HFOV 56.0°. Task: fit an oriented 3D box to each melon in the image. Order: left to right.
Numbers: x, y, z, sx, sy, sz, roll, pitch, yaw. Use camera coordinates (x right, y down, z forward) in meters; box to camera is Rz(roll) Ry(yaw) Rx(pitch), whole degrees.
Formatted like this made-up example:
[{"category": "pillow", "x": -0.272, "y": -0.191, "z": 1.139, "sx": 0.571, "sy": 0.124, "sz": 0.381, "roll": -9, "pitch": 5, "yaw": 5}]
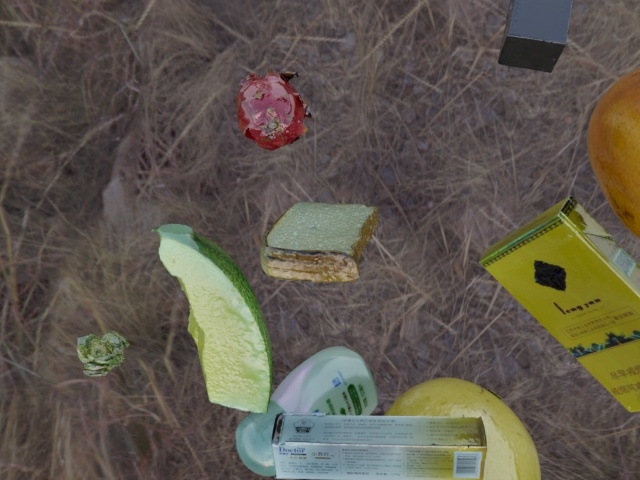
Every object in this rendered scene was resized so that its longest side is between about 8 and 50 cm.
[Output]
[{"category": "melon", "x": -0.154, "y": 0.103, "z": 0.924, "sx": 0.124, "sy": 0.324, "sz": 0.196, "roll": -21, "pitch": 37, "yaw": -18}]

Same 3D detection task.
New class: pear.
[{"category": "pear", "x": 0.266, "y": 0.454, "z": 1.208, "sx": 0.347, "sy": 0.348, "sz": 0.349, "roll": -3, "pitch": 72, "yaw": 9}]

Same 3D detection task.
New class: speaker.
[{"category": "speaker", "x": 0.183, "y": -0.230, "z": 0.484, "sx": 0.046, "sy": 0.040, "sz": 0.191, "roll": 12, "pitch": 73, "yaw": 9}]

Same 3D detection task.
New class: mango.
[{"category": "mango", "x": 0.334, "y": -0.066, "z": 0.555, "sx": 0.125, "sy": 0.154, "sz": 0.252, "roll": -3, "pitch": 43, "yaw": 4}]

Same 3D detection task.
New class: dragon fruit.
[{"category": "dragon fruit", "x": -0.088, "y": -0.226, "z": 1.055, "sx": 0.136, "sy": 0.133, "sz": 0.166, "roll": -25, "pitch": 54, "yaw": -17}]

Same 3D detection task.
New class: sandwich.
[{"category": "sandwich", "x": 0.000, "y": 0.001, "z": 1.314, "sx": 0.226, "sy": 0.251, "sz": 0.087, "roll": 5, "pitch": 118, "yaw": 15}]

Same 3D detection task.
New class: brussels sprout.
[{"category": "brussels sprout", "x": -0.348, "y": 0.187, "z": 0.960, "sx": 0.085, "sy": 0.085, "sz": 0.058, "roll": -2, "pitch": 109, "yaw": 10}]

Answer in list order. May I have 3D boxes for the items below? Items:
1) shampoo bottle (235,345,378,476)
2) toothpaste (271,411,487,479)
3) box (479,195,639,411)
[{"category": "shampoo bottle", "x": -0.038, "y": 0.404, "z": 1.403, "sx": 0.349, "sy": 0.222, "sz": 0.151, "roll": -28, "pitch": 26, "yaw": -27}, {"category": "toothpaste", "x": 0.084, "y": 0.311, "z": 0.898, "sx": 0.312, "sy": 0.089, "sz": 0.071, "roll": -1, "pitch": 30, "yaw": 6}, {"category": "box", "x": 0.336, "y": 0.087, "z": 0.718, "sx": 0.279, "sy": 0.153, "sz": 0.041, "roll": 46, "pitch": 60, "yaw": 1}]
